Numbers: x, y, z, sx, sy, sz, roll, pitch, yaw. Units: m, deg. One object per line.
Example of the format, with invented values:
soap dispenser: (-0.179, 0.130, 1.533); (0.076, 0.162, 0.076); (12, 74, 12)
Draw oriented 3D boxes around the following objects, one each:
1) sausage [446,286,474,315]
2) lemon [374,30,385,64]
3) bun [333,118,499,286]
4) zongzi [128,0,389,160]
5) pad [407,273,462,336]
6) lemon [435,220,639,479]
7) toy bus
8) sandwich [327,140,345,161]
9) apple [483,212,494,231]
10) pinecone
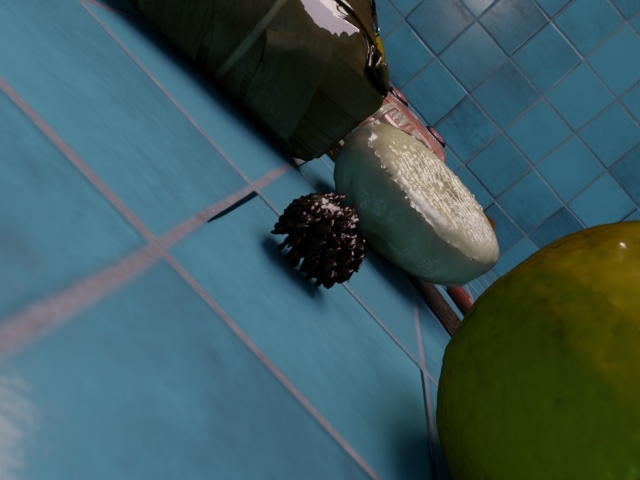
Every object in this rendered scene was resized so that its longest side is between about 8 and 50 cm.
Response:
sausage: (0.291, 0.148, 1.057); (0.029, 0.029, 0.223); (35, 18, -43)
lemon: (0.059, -0.547, 1.762); (0.297, 0.297, 0.297); (45, 14, -14)
bun: (0.131, -0.041, 0.853); (0.287, 0.146, 0.287); (32, 29, -20)
zongzi: (-0.109, -0.419, 0.814); (0.467, 0.218, 0.500); (41, 32, -34)
pad: (0.194, 0.105, 0.931); (0.158, 0.003, 0.235); (31, 22, -53)
lemon: (0.217, 0.124, 0.387); (0.293, 0.293, 0.293); (45, 14, -14)
toy bus: (0.152, -0.224, 1.347); (0.288, 0.194, 0.232); (49, 21, 3)
sandwich: (0.013, -0.211, 1.180); (0.105, 0.035, 0.093); (46, 14, -6)
apple: (0.302, 0.002, 1.221); (0.163, 0.146, 0.147); (12, -25, 37)
pinecone: (0.000, 0.000, 0.482); (0.077, 0.077, 0.083); (-77, 150, -74)
